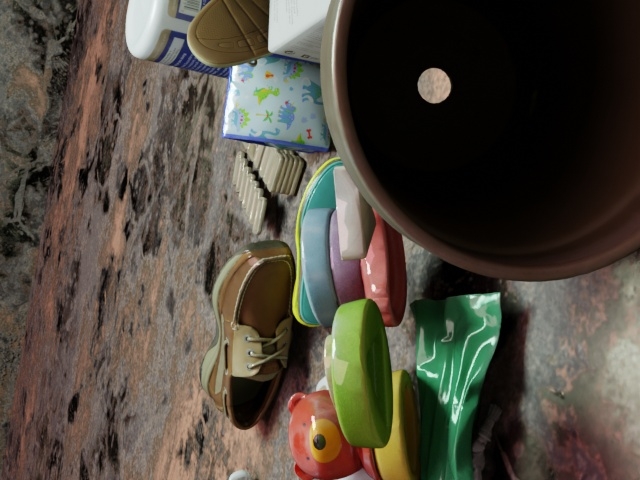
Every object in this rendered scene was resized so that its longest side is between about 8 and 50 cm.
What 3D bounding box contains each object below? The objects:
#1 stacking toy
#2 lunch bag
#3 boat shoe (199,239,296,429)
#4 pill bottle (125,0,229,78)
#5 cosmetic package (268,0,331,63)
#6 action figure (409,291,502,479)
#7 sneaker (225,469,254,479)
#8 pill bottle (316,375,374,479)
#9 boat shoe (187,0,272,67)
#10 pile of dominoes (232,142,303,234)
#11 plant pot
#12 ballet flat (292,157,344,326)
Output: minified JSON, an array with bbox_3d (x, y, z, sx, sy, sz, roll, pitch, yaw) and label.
[{"bbox_3d":[0.007,0.087,0.918,0.279,0.130,0.309,48,-143,-67],"label":"stacking toy"},{"bbox_3d":[-0.060,-0.195,1.307,0.096,0.151,0.129,-171,88,-69],"label":"lunch bag"},{"bbox_3d":[-0.087,0.144,1.321,0.120,0.122,0.324,58,146,39],"label":"boat shoe"},{"bbox_3d":[-0.140,-0.317,1.372,0.153,0.264,0.153,-27,58,57],"label":"pill bottle"},{"bbox_3d":[0.082,-0.345,1.080,0.365,0.155,0.197,-10,75,60],"label":"cosmetic package"},{"bbox_3d":[0.138,0.175,0.943,0.137,0.063,0.232,-16,65,58],"label":"action figure"},{"bbox_3d":[-0.148,0.403,1.430,0.065,0.061,0.158,-115,42,-55],"label":"sneaker"},{"bbox_3d":[0.054,0.235,1.053,0.094,0.094,0.169,-50,42,46],"label":"pill bottle"},{"bbox_3d":[-0.063,-0.306,1.265,0.104,0.285,0.089,57,154,0],"label":"boat shoe"},{"bbox_3d":[-0.084,-0.137,1.491,0.251,0.040,0.196,-120,45,-61],"label":"pile of dominoes"},{"bbox_3d":[0.139,-0.141,0.813,0.280,0.323,0.323,-156,74,-78],"label":"plant pot"},{"bbox_3d":[0.000,0.000,1.243,0.077,0.077,0.231,-128,48,-78],"label":"ballet flat"}]
